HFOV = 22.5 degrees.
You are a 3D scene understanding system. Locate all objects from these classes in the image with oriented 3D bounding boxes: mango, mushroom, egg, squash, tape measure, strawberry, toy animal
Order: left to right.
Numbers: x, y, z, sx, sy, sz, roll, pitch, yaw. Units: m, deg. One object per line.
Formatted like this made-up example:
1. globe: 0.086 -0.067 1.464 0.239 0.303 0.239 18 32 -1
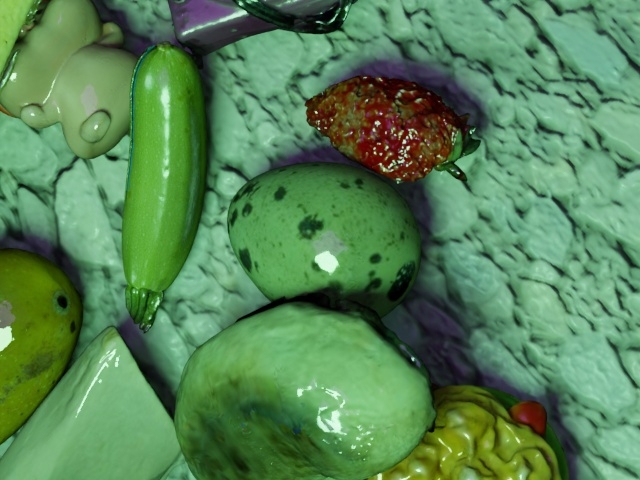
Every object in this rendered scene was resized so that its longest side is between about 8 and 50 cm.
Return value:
1. mango: -0.405 0.148 1.810 0.175 0.176 0.329 38 96 -23
2. mushroom: -0.298 0.282 1.792 0.407 0.154 0.137 -50 38 11
3. toy animal: -0.289 -0.191 1.815 0.198 0.171 0.171 32 93 9
4. squash: -0.174 -0.057 1.795 0.094 0.094 0.341 11 110 13
5. tape measure: -0.066 -0.333 1.775 0.231 0.149 0.245 -17 83 12
6. mushroom: -0.039 0.188 1.654 0.344 0.130 0.247 -12 95 50
7. egg: 0.000 0.000 1.727 0.228 0.177 0.177 23 91 29
8. strawberry: 0.082 -0.132 1.733 0.192 0.140 0.085 48 141 41

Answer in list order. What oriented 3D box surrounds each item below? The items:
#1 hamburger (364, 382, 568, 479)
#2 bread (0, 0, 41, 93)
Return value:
1. hamburger: 0.149 0.256 1.689 0.237 0.149 0.237 -1 86 14
2. bread: -0.454 -0.153 1.815 0.346 0.242 0.405 21 122 45
